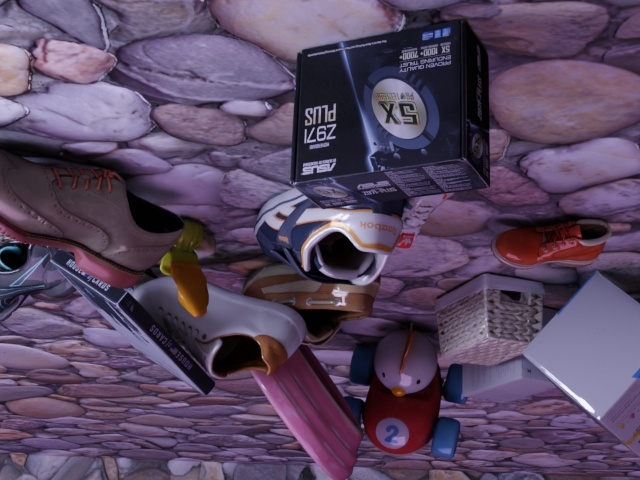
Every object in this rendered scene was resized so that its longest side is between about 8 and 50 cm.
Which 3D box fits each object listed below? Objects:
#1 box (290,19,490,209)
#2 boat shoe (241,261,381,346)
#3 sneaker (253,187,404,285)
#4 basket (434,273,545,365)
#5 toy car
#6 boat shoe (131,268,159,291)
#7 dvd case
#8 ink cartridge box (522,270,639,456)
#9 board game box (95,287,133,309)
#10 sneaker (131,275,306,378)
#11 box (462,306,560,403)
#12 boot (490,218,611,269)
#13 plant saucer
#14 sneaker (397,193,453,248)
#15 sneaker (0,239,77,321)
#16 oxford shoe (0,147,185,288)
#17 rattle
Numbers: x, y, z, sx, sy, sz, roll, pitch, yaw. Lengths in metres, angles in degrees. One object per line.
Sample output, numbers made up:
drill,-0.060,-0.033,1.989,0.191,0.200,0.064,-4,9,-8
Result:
box,0.068,-0.119,1.195,0.180,0.147,0.077,-6,159,24
boat shoe,-0.023,0.095,1.838,0.122,0.120,0.324,13,157,-27
sneaker,0.000,0.000,1.572,0.126,0.127,0.321,9,161,-22
basket,0.264,0.128,1.921,0.113,0.103,0.167,9,158,-21
toy car,0.145,0.246,2.158,0.219,0.210,0.238,10,149,12
boat shoe,-0.276,0.055,1.880,0.049,0.042,0.133,-22,156,7
dvd case,-0.265,0.117,1.737,0.179,0.029,0.238,26,161,43
ink cartridge box,0.456,0.195,1.866,0.168,0.171,0.233,42,-178,38
board game box,-0.285,0.113,2.058,0.103,0.026,0.154,-16,153,42
sneaker,-0.174,0.130,1.789,0.290,0.123,0.106,8,129,25
box,0.321,0.191,2.048,0.091,0.130,0.170,13,158,-26
boot,0.308,-0.002,1.634,0.158,0.059,0.084,-2,158,-13
plant saucer,-0.030,0.248,2.065,0.084,0.332,0.332,-35,155,1
sneaker,0.119,-0.030,1.540,0.057,0.075,0.161,13,158,-28
sneaker,-0.465,0.046,1.824,0.267,0.101,0.106,-21,141,30
oxford shoe,-0.312,-0.061,1.507,0.130,0.123,0.348,-37,143,18
rattle,-0.247,0.050,1.726,0.200,0.142,0.130,-10,176,16
